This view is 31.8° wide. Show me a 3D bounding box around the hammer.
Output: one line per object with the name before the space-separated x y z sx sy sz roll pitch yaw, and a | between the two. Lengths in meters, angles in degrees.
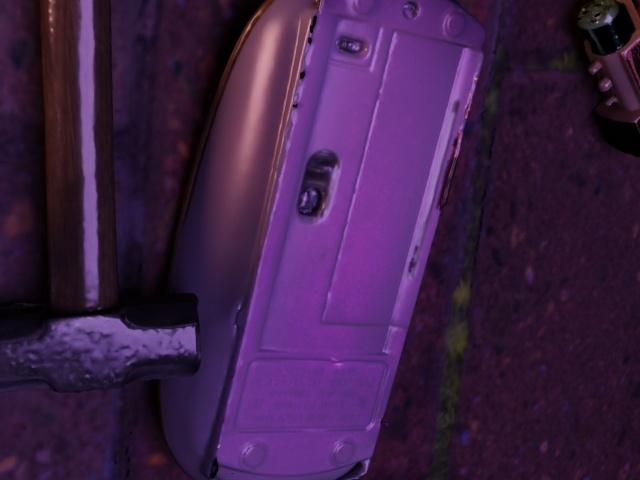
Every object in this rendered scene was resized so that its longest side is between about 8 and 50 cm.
hammer | -0.113 -0.102 0.536 0.111 0.043 0.365 -2 104 -13

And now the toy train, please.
toy train | 0.221 -0.126 0.775 0.087 0.050 0.138 -42 124 -9

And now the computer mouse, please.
computer mouse | 0.000 0.000 0.644 0.158 0.072 0.310 5 105 -34
